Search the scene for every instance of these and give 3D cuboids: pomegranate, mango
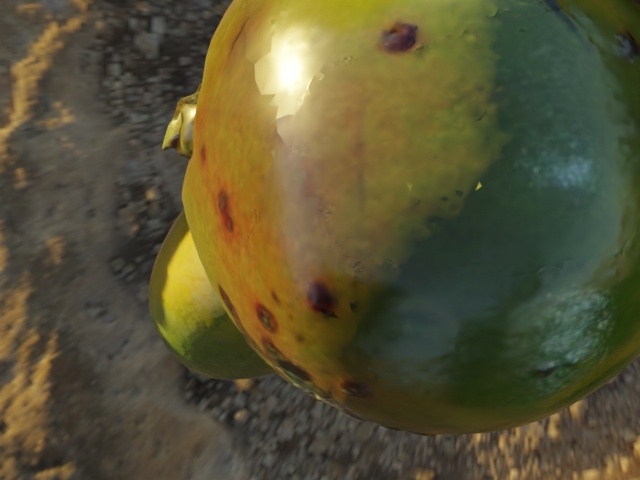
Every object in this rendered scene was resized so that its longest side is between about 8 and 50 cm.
[{"bbox_3d":[0.058,-0.024,0.502,0.205,0.159,0.159,-3,96,5],"label":"pomegranate"},{"bbox_3d":[0.000,0.000,0.970,0.251,0.156,0.114,-24,66,36],"label":"mango"}]
